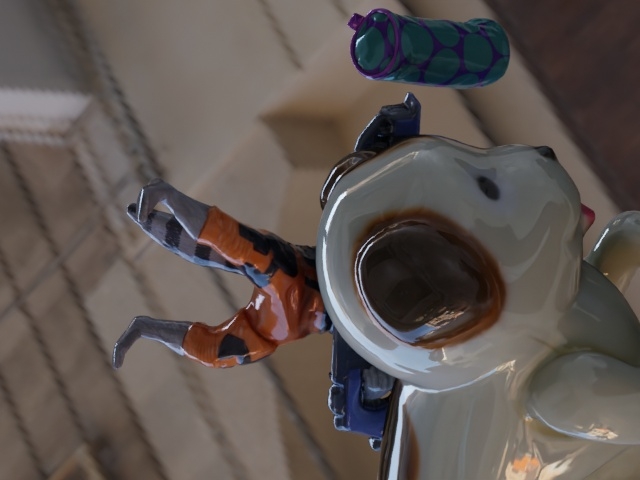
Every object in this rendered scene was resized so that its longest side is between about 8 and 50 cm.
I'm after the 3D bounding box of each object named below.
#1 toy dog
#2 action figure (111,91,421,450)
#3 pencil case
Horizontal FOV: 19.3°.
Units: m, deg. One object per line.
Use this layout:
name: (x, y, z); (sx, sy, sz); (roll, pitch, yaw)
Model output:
toy dog: (0.134, 0.100, 1.488); (0.284, 0.395, 0.408); (-90, -18, -62)
action figure: (0.000, 0.000, 1.634); (0.330, 0.341, 0.178); (5, -152, -10)
pencil case: (0.099, -0.174, 1.701); (0.152, 0.064, 0.070); (0, -131, -43)
